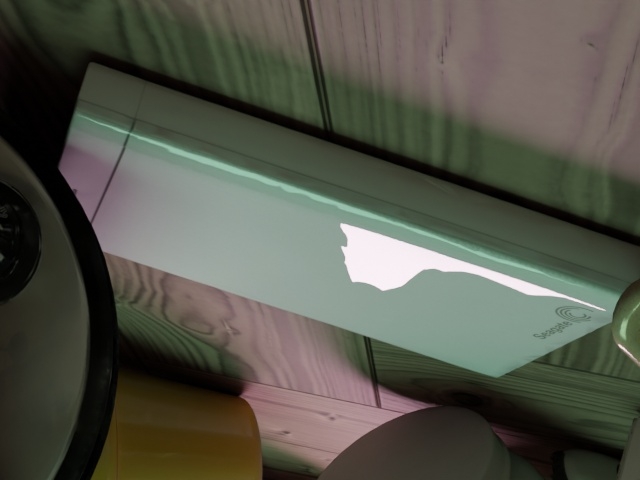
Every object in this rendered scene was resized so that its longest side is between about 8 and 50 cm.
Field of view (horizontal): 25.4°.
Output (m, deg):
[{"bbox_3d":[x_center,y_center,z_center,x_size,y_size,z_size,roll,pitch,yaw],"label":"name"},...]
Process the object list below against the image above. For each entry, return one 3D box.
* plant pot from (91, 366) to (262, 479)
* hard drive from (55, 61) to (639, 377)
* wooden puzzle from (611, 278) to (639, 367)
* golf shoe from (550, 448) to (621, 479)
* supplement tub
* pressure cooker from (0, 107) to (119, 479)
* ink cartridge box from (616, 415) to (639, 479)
[{"bbox_3d":[-0.196,0.236,1.432,0.239,0.254,0.254,5,164,-21],"label":"plant pot"},{"bbox_3d":[0.000,0.000,0.926,0.353,0.047,0.233,18,160,-11],"label":"hard drive"},{"bbox_3d":[0.386,0.066,0.813,0.348,0.080,0.322,-6,153,33],"label":"wooden puzzle"},{"bbox_3d":[0.306,0.233,1.331,0.198,0.077,0.094,25,135,-25],"label":"golf shoe"},{"bbox_3d":[0.145,0.340,1.325,0.235,0.235,0.325,-8,122,46],"label":"supplement tub"},{"bbox_3d":[-0.315,0.070,0.856,0.370,0.375,0.420,20,163,-14],"label":"pressure cooker"},{"bbox_3d":[0.364,0.241,1.192,0.158,0.092,0.218,-3,139,39],"label":"ink cartridge box"}]
